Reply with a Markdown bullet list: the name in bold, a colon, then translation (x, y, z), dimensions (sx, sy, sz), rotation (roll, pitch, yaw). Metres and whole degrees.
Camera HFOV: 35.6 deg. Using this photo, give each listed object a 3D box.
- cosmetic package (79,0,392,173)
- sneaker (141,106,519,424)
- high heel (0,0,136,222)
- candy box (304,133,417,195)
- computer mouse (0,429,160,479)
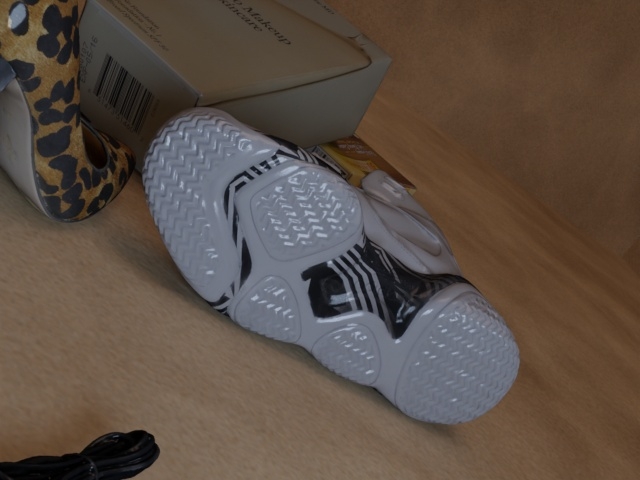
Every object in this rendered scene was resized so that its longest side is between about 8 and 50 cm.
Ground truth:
- **cosmetic package**: translation (-0.085, -0.165, 0.993), dimensions (0.160, 0.113, 0.309), rotation (41, 35, 18)
- **sneaker**: translation (0.000, 0.000, 0.840), dimensions (0.366, 0.137, 0.210), rotation (36, 13, -25)
- **high heel**: translation (-0.160, -0.107, 0.673), dimensions (0.093, 0.186, 0.261), rotation (42, 16, 15)
- **candy box**: translation (-0.049, -0.137, 1.209), dimensions (0.316, 0.087, 0.183), rotation (43, 17, 23)
- **computer mouse**: translation (-0.060, 0.153, 0.414), dimensions (0.193, 0.042, 0.106), rotation (45, 15, 25)
